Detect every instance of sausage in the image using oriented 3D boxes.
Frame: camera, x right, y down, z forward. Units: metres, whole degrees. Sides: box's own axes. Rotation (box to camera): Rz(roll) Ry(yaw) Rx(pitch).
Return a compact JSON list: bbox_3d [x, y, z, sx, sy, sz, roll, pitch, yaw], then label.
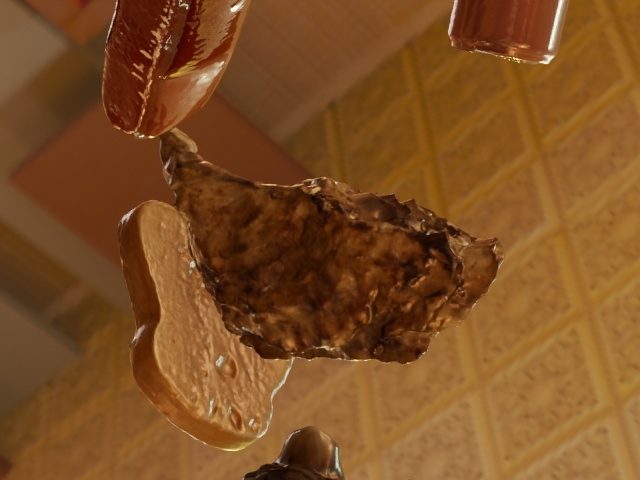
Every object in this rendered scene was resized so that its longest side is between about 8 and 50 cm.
[{"bbox_3d":[-0.090,-0.162,1.104,0.089,0.083,0.300,-46,173,-30],"label":"sausage"}]

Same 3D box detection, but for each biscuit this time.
[{"bbox_3d":[-0.137,0.068,2.007,0.057,0.287,0.344,-22,-140,39],"label":"biscuit"}]

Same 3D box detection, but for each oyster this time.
[{"bbox_3d":[-0.021,0.019,1.702,0.396,0.111,0.204,16,-106,17],"label":"oyster"}]

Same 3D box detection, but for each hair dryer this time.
[{"bbox_3d":[0.301,-0.295,1.888,0.125,0.352,0.210,21,-77,48],"label":"hair dryer"}]

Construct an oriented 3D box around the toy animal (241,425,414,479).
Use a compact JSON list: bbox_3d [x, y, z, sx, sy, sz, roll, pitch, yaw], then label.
[{"bbox_3d":[-0.044,0.337,1.516,0.194,0.302,0.344,12,-96,19],"label":"toy animal"}]
